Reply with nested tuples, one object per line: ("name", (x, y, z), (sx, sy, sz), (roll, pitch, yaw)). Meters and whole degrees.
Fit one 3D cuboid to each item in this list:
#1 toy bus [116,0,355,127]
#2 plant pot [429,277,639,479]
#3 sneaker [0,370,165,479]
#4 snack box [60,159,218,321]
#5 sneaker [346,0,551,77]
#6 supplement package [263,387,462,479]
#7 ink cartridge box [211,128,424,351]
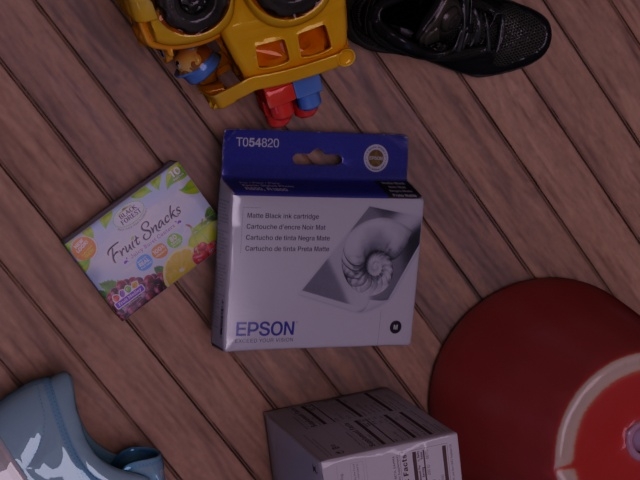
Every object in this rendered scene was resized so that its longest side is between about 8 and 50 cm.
("toy bus", (-0.077, -0.200, 1.462), (0.220, 0.149, 0.211), (-17, 118, -11))
("plant pot", (0.283, 0.185, 1.553), (0.275, 0.243, 0.275), (-2, 97, -16))
("sneaker", (-0.196, 0.290, 1.487), (0.150, 0.135, 0.366), (-37, 106, -5))
("snack box", (-0.175, -0.001, 1.502), (0.141, 0.037, 0.100), (-38, 105, -9))
("sneaker", (0.146, -0.214, 1.519), (0.227, 0.130, 0.087), (8, 97, -19))
("supplement package", (0.050, 0.308, 1.522), (0.145, 0.204, 0.262), (-9, 100, -17))
("ink cartridge box", (0.000, 0.000, 1.529), (0.223, 0.045, 0.224), (-1, 98, -27))
